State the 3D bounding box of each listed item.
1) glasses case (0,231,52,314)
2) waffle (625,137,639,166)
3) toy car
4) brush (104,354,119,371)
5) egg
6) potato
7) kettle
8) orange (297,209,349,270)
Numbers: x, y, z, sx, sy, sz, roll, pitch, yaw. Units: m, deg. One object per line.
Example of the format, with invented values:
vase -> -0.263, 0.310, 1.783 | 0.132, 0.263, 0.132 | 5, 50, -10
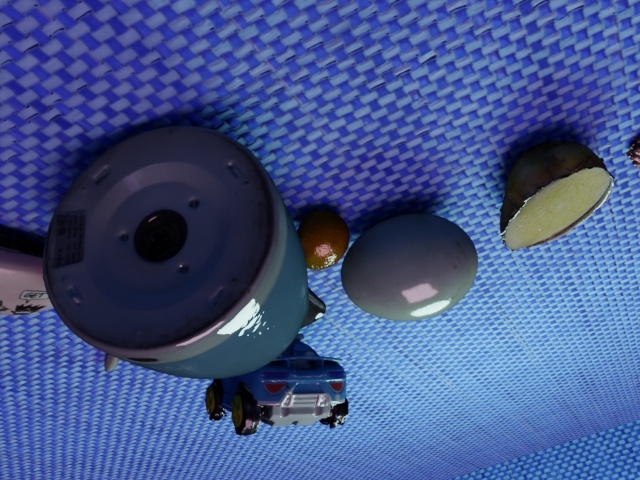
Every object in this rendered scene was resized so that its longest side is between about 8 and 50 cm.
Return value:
glasses case -> -0.451, 0.028, 0.807 | 0.314, 0.075, 0.122 | 18, 133, -39
waffle -> 0.466, -0.130, 0.940 | 0.075, 0.029, 0.083 | 13, 137, -35
toy car -> -0.083, 0.240, 1.199 | 0.198, 0.166, 0.314 | 5, 172, -23
brush -> -0.310, 0.143, 1.081 | 0.042, 0.039, 0.299 | 9, 145, -25
egg -> 0.123, 0.038, 0.960 | 0.192, 0.149, 0.149 | -9, 148, 4
potato -> 0.302, -0.067, 0.934 | 0.164, 0.081, 0.200 | -20, 151, -5
kettle -> -0.164, 0.053, 0.833 | 0.319, 0.247, 0.342 | 1, 159, 12
orange -> 0.000, 0.000, 0.927 | 0.085, 0.085, 0.085 | -9, 147, -6
